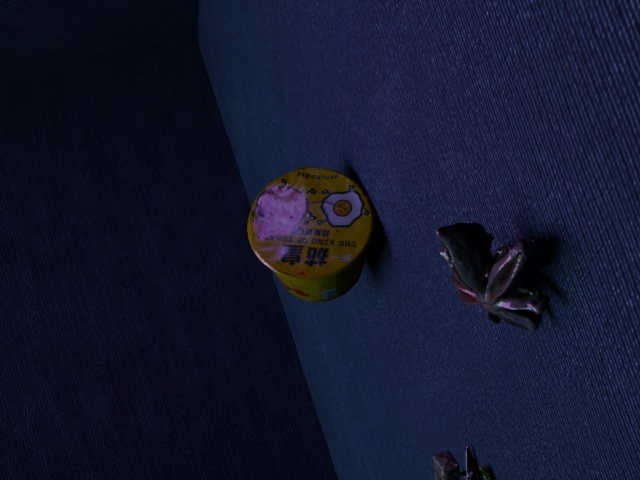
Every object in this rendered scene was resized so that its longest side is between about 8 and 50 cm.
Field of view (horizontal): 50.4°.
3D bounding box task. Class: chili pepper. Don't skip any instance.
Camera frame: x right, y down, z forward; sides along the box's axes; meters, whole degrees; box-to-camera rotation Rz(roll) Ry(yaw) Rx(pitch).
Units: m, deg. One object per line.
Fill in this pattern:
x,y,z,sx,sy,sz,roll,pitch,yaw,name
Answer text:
0.368,0.529,1.470,0.030,0.034,0.091,-31,73,42,chili pepper

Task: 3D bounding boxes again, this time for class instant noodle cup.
-0.012,0.006,1.809,0.254,0.325,0.325,76,171,-62,instant noodle cup

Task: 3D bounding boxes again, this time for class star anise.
0.274,0.051,1.062,0.198,0.110,0.257,34,163,31,star anise

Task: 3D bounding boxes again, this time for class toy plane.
0.338,0.560,1.545,0.130,0.061,0.189,-166,59,-76,toy plane

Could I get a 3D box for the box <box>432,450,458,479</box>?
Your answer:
0.315,0.584,1.710,0.062,0.045,0.098,-130,27,-57,box
